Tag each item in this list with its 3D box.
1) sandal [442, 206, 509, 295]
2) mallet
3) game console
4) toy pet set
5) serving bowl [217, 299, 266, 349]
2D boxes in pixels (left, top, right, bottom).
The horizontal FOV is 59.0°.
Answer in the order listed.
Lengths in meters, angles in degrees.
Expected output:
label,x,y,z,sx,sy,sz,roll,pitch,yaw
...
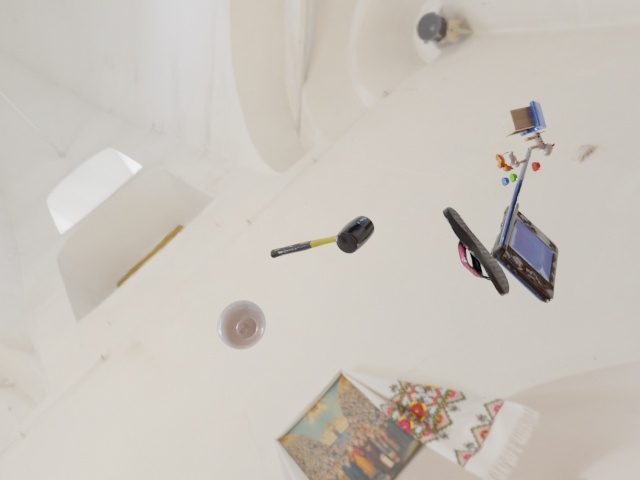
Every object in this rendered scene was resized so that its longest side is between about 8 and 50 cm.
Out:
label,x,y,z,sx,sy,sz,roll,pitch,yaw
sandal,0.253,0.022,0.943,0.040,0.179,0.067,-43,-29,22
mallet,0.000,0.000,0.870,0.062,0.190,0.039,-37,-72,-41
game console,0.510,-0.043,1.325,0.250,0.173,0.293,43,-145,1
toy pet set,0.338,-0.160,0.920,0.065,0.122,0.114,-14,-93,-8
serving bowl,-0.127,0.141,0.932,0.083,0.027,0.083,-2,-84,-24
